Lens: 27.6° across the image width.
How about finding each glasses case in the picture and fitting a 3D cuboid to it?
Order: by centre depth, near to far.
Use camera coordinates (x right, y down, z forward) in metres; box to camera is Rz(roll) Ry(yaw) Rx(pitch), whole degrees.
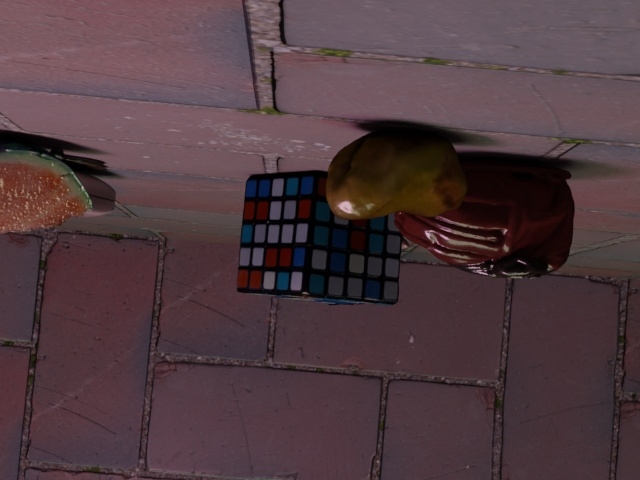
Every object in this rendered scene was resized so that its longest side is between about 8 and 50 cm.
[{"bbox_3d":[-0.409,-0.077,2.032,0.113,0.075,0.297,8,177,11],"label":"glasses case"}]

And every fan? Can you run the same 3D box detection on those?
[{"bbox_3d":[-0.394,-0.122,1.943,0.152,0.008,0.226,7,177,-9],"label":"fan"}]

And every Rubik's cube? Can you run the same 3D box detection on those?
[{"bbox_3d":[0.000,0.000,1.958,0.182,0.187,0.184,9,172,-37],"label":"Rubik's cube"}]

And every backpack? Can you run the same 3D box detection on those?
[{"bbox_3d":[0.197,-0.036,1.611,0.229,0.139,0.229,5,-165,-1],"label":"backpack"}]

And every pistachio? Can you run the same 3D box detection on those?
[{"bbox_3d":[0.082,-0.076,1.434,0.189,0.100,0.110,-9,-151,-34],"label":"pistachio"}]

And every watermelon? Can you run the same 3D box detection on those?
[{"bbox_3d":[-0.427,-0.101,1.776,0.231,0.128,0.146,-8,153,-24],"label":"watermelon"}]

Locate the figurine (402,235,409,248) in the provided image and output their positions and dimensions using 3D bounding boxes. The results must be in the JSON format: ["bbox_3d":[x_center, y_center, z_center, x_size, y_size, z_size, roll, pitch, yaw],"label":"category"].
[{"bbox_3d":[0.084,-0.015,2.150,0.125,0.125,0.138,5,-174,2],"label":"figurine"}]
